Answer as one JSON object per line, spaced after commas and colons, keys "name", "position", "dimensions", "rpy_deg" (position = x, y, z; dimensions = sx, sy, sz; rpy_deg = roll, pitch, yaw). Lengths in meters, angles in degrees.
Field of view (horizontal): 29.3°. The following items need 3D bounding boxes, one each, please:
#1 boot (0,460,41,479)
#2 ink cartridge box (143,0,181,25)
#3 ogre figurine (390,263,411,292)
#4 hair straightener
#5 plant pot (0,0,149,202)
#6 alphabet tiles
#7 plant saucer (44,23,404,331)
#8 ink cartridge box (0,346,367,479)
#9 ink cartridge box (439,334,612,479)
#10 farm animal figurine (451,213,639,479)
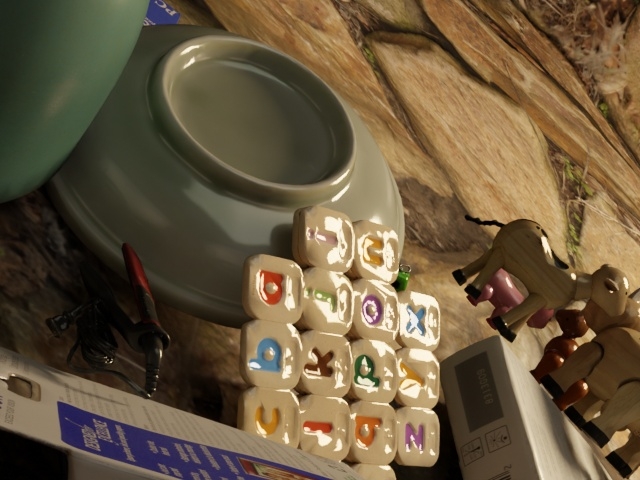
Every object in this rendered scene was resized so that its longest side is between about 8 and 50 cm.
{"name": "boot", "position": [-0.259, 0.209, 0.604], "dimensions": [0.260, 0.131, 0.348], "rpy_deg": [32, 29, -28]}
{"name": "ink cartridge box", "position": [-0.260, -0.289, 1.395], "dimensions": [0.207, 0.046, 0.097], "rpy_deg": [38, 29, -19]}
{"name": "ogre figurine", "position": [0.000, 0.000, 1.325], "dimensions": [0.118, 0.097, 0.197], "rpy_deg": [8, 39, -42]}
{"name": "hair straightener", "position": [-0.169, 0.070, 0.968], "dimensions": [0.230, 0.089, 0.047], "rpy_deg": [-127, -164, -61]}
{"name": "plant pot", "position": [-0.269, -0.210, 0.978], "dimensions": [0.293, 0.235, 0.293], "rpy_deg": [23, 49, -29]}
{"name": "alphabet tiles", "position": [0.022, 0.117, 1.123], "dimensions": [0.278, 0.021, 0.284], "rpy_deg": [14, 73, -48]}
{"name": "plant saucer", "position": [-0.078, -0.097, 1.212], "dimensions": [0.400, 0.100, 0.400], "rpy_deg": [18, 43, -18]}
{"name": "ink cartridge box", "position": [-0.095, 0.155, 0.797], "dimensions": [0.307, 0.072, 0.303], "rpy_deg": [18, -2, -13]}
{"name": "ink cartridge box", "position": [0.275, 0.330, 1.344], "dimensions": [0.385, 0.091, 0.308], "rpy_deg": [50, 20, -36]}
{"name": "farm animal figurine", "position": [0.331, 0.121, 1.436], "dimensions": [0.327, 0.172, 0.330], "rpy_deg": [52, 3, 39]}
